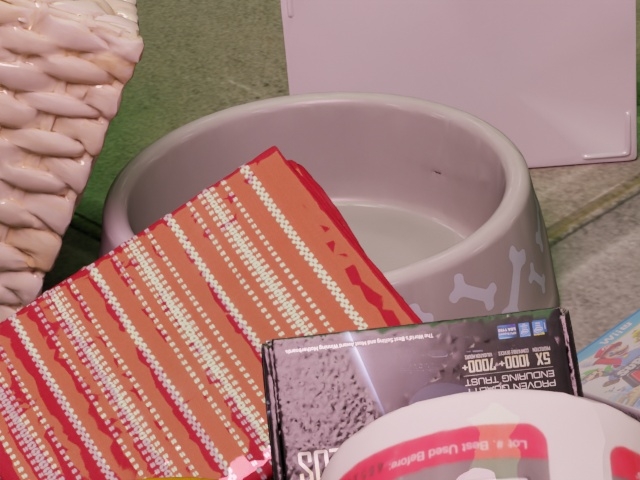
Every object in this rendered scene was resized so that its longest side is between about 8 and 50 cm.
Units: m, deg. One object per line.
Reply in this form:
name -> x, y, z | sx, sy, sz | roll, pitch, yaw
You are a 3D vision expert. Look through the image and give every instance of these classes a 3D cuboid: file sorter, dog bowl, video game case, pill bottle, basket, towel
file sorter -> 0.111, -0.177, 1.563 | 0.278, 0.193, 0.173 | -5, 27, 2
dog bowl -> 0.000, 0.000, 1.361 | 0.349, 0.102, 0.349 | -4, 30, 2
video game case -> 0.228, 0.073, 1.193 | 0.119, 0.015, 0.166 | -34, 16, -15
pill bottle -> 0.084, 0.237, 0.800 | 0.176, 0.176, 0.318 | -3, 50, 4
basket -> -0.324, -0.117, 1.303 | 0.331, 0.328, 0.266 | 16, 27, -19
towel -> -0.081, 0.077, 1.175 | 0.275, 0.031, 0.199 | -33, 60, -9

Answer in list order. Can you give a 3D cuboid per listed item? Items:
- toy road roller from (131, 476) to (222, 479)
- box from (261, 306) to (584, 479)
toy road roller -> -0.149, 0.212, 0.932 | 0.329, 0.202, 0.240 | 14, 23, 22
box -> 0.062, 0.126, 1.078 | 0.180, 0.077, 0.147 | -6, 72, -1
